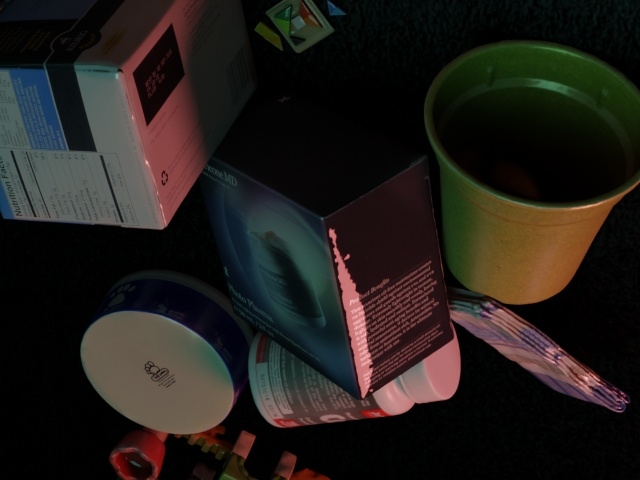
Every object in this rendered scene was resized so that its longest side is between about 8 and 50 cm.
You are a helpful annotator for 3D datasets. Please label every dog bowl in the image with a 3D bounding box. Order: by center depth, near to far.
[{"bbox_3d":[-0.241,0.179,2.119,0.265,0.104,0.265,10,129,13],"label":"dog bowl"}]

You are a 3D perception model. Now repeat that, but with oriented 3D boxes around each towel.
[{"bbox_3d":[0.272,0.146,1.846,0.285,0.034,0.209,35,170,-22],"label":"towel"}]

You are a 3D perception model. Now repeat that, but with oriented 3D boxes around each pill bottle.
[{"bbox_3d":[0.051,0.184,1.975,0.283,0.161,0.161,-10,122,27],"label":"pill bottle"}]

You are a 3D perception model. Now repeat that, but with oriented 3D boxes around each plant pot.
[{"bbox_3d":[0.255,-0.064,1.666,0.276,0.276,0.254,15,142,9],"label":"plant pot"}]

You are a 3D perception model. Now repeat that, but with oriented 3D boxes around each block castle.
[{"bbox_3d":[-0.163,0.493,2.263,0.453,0.213,0.303,27,131,-1],"label":"block castle"}]

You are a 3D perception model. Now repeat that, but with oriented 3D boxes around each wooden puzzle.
[{"bbox_3d":[-0.028,-0.283,1.739,0.078,0.014,0.116,43,128,-15],"label":"wooden puzzle"}]

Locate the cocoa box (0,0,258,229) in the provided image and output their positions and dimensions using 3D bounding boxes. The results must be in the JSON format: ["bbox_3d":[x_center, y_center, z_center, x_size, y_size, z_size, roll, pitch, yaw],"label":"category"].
[{"bbox_3d":[-0.255,-0.206,1.665,0.228,0.347,0.231,3,128,19],"label":"cocoa box"}]

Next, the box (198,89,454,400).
[{"bbox_3d":[0.000,0.000,1.759,0.296,0.183,0.294,29,141,45],"label":"box"}]

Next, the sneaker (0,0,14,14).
[{"bbox_3d":[-0.416,-0.297,1.833,0.221,0.087,0.083,-2,120,43],"label":"sneaker"}]
